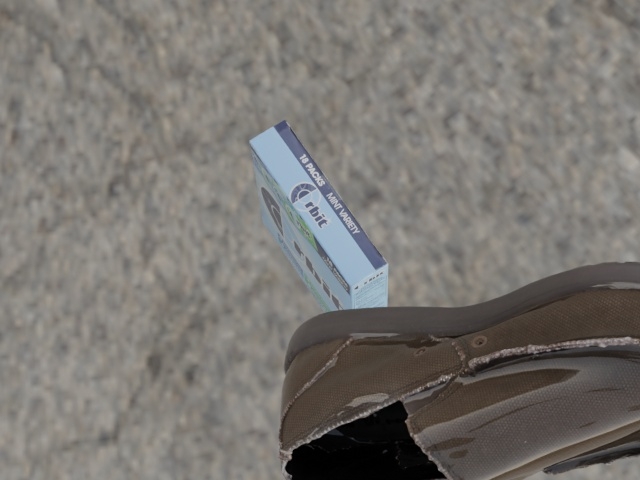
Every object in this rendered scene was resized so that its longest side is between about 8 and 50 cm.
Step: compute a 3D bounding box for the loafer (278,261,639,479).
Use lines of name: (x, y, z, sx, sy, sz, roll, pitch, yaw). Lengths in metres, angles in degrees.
loafer: (0.123, 0.113, 1.133, 0.366, 0.130, 0.134, -12, 132, 38)

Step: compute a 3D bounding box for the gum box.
gum box: (0.000, 0.000, 1.567, 0.041, 0.184, 0.157, -31, 72, -10)
